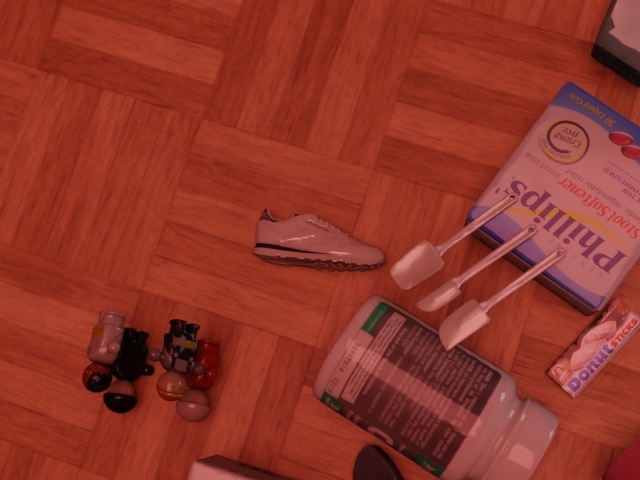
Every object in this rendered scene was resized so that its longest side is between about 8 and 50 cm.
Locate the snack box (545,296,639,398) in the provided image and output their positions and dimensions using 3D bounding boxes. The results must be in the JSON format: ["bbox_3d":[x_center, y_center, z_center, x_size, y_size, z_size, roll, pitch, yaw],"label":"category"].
[{"bbox_3d":[0.464,0.181,1.671,0.064,0.022,0.178,43,88,9],"label":"snack box"}]

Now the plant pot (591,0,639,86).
[{"bbox_3d":[0.575,-0.390,1.674,0.166,0.165,0.234,36,95,10],"label":"plant pot"}]

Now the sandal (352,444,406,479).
[{"bbox_3d":[0.137,0.456,1.640,0.097,0.054,0.254,-49,60,28],"label":"sandal"}]

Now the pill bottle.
[{"bbox_3d":[0.186,0.261,1.602,0.361,0.204,0.204,31,87,11],"label":"pill bottle"}]

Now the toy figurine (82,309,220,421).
[{"bbox_3d":[-0.285,0.216,1.660,0.213,0.209,0.148,8,73,9],"label":"toy figurine"}]

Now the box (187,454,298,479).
[{"bbox_3d":[-0.124,0.438,1.624,0.181,0.182,0.119,15,84,8],"label":"box"}]

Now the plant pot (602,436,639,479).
[{"bbox_3d":[0.554,0.398,1.556,0.201,0.201,0.180,-43,64,-1],"label":"plant pot"}]

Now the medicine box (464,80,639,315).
[{"bbox_3d":[0.428,-0.064,1.647,0.263,0.149,0.289,36,87,10],"label":"medicine box"}]

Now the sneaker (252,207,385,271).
[{"bbox_3d":[0.000,0.000,1.725,0.235,0.090,0.094,9,74,7],"label":"sneaker"}]

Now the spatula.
[{"bbox_3d":[0.248,0.038,1.561,0.242,0.019,0.168,-37,67,4],"label":"spatula"}]
